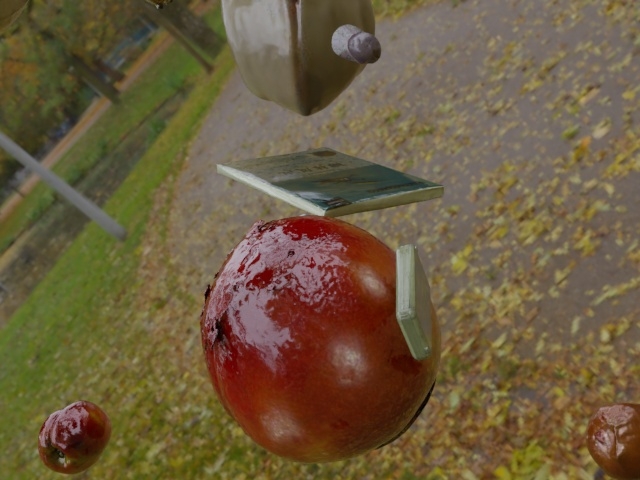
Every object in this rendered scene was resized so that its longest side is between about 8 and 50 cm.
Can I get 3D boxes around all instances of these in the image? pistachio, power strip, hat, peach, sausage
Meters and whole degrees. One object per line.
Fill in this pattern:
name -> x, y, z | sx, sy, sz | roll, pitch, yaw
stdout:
pistachio -> -0.043, -0.451, 1.575 | 0.281, 0.446, 0.365 | -2, 0, 0
power strip -> 0.113, 0.069, 1.049 | 0.028, 0.076, 0.169 | -17, 28, 15
hat -> 0.056, -0.312, 1.342 | 0.058, 0.087, 0.042 | -45, -15, -10
peach -> -0.011, 0.138, 1.224 | 0.370, 0.370, 0.370 | -41, 19, 17
peach -> -0.346, 0.278, 1.212 | 0.100, 0.100, 0.101 | -41, 19, 17
sausage -> 0.453, 0.269, 1.120 | 0.094, 0.348, 0.097 | 0, 77, 46

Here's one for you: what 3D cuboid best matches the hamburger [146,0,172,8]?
hamburger -> -0.370, -0.580, 1.792 | 0.087, 0.176, 0.102 | -15, 54, 13

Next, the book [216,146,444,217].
book -> 0.009, -0.112, 1.582 | 0.264, 0.031, 0.379 | -13, 22, -33

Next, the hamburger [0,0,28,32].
hamburger -> -0.398, -0.305, 0.831 | 0.151, 0.227, 0.295 | -58, 39, 35

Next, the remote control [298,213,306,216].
remote control -> 0.000, 0.000, 2.082 | 0.061, 0.162, 0.029 | -23, 31, 56
